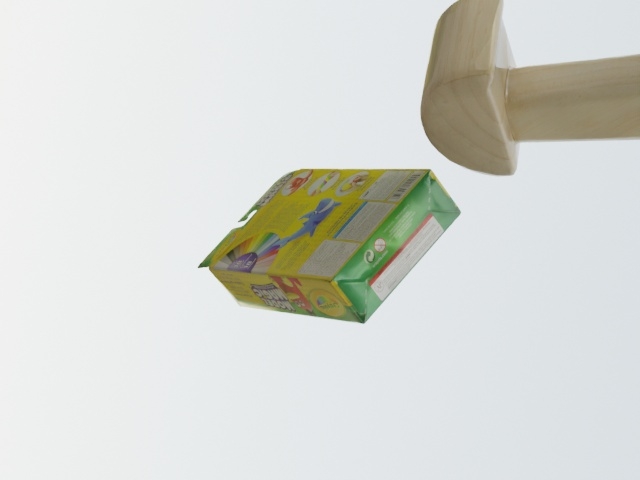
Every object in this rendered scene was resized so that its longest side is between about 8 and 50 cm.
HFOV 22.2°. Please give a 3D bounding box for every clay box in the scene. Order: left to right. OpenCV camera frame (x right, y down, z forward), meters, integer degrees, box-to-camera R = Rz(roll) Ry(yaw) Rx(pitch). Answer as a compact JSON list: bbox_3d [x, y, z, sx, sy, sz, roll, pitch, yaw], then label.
[{"bbox_3d":[0.000,0.000,1.330,0.127,0.053,0.222,-48,-156,-21],"label":"clay box"}]

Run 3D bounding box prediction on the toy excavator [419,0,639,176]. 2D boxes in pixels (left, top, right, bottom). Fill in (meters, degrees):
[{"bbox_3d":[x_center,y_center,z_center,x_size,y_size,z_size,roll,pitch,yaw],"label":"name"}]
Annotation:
[{"bbox_3d":[0.311,-0.151,1.069,0.445,0.433,0.222,107,-5,-57],"label":"toy excavator"}]
